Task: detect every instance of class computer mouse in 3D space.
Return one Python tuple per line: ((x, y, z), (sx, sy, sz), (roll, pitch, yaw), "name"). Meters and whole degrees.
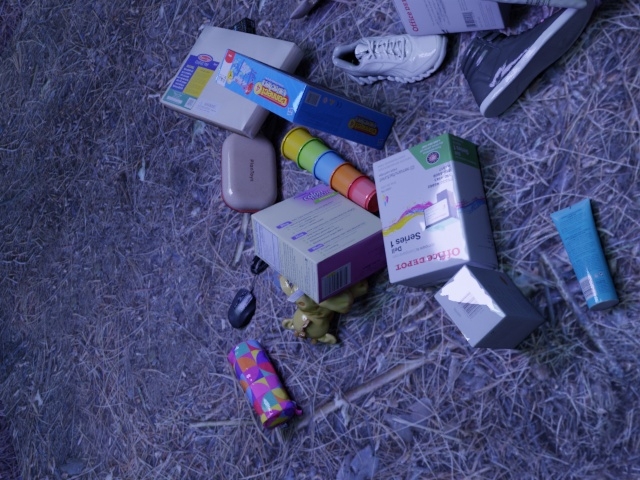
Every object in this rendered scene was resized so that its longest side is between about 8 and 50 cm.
((-0.194, 0.126, 1.916), (0.071, 0.041, 0.241), (29, 101, 42), "computer mouse")

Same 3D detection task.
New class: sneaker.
((0.155, -0.426, 1.649), (0.292, 0.118, 0.109), (-1, 80, 41), "sneaker")
((0.396, -0.399, 1.431), (0.295, 0.105, 0.146), (-47, 60, 31), "sneaker")

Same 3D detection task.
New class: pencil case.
((-0.144, 0.362, 1.795), (0.104, 0.104, 0.236), (-51, 55, 23), "pencil case")

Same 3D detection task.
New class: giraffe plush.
((-0.005, 0.157, 1.674), (0.181, 0.210, 0.170), (38, 137, 36), "giraffe plush")

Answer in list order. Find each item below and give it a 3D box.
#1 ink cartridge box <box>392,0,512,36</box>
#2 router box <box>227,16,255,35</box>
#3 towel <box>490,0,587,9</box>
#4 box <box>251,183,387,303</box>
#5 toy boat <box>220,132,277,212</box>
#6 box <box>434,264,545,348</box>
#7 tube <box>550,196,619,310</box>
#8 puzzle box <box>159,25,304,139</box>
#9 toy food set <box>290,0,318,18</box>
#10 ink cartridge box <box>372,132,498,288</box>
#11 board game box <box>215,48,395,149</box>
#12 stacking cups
((0.271, -0.520, 1.491), (0.220, 0.160, 0.092), (5, 63, 30), "ink cartridge box")
((-0.230, -0.572, 2.074), (0.092, 0.038, 0.122), (-19, 70, 38), "router box")
((0.390, -0.575, 1.365), (0.325, 0.056, 0.312), (3, 63, 4), "towel")
((0.000, 0.000, 1.629), (0.243, 0.214, 0.117), (35, 140, 39), "box")
((-0.202, -0.178, 1.932), (0.151, 0.151, 0.230), (148, 122, -67), "toy boat")
((0.323, 0.130, 1.360), (0.091, 0.171, 0.130), (-50, 54, 23), "box")
((0.489, 0.025, 1.316), (0.080, 0.052, 0.206), (-26, 60, 31), "tube")
((-0.253, -0.445, 1.962), (0.409, 0.052, 0.272), (26, 84, 42), "puzzle box")
((-0.030, -0.758, 1.846), (0.220, 0.093, 0.305), (-28, 64, 57), "toy food set")
((0.237, -0.056, 1.506), (0.202, 0.117, 0.277), (-20, 70, 38), "ink cartridge box")
((-0.036, -0.329, 1.674), (0.302, 0.308, 0.086), (34, 107, 41), "board game box")
((0.037, -0.174, 1.736), (0.316, 0.096, 0.096), (36, 107, 36), "stacking cups")
